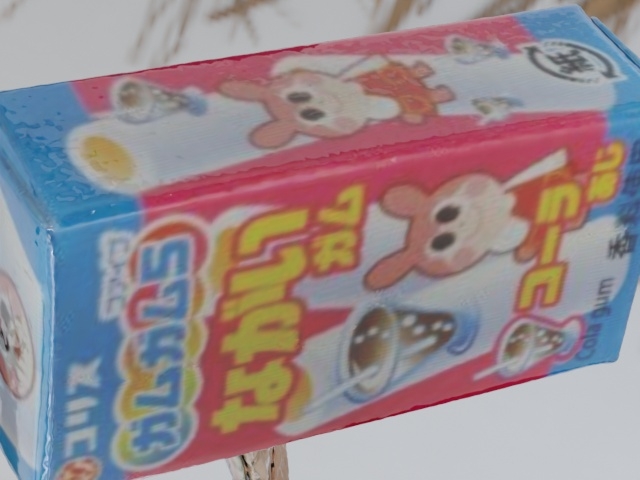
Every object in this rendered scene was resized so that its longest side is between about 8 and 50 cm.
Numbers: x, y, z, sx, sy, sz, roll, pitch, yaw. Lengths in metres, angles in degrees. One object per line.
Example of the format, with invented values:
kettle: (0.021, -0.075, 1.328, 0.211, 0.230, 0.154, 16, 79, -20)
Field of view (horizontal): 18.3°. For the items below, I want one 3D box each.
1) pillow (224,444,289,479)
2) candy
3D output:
pillow: (-0.044, 0.112, 1.220, 0.232, 0.043, 0.126, 82, -174, -59)
candy: (0.001, 0.001, 0.888, 0.100, 0.306, 0.157, 55, 146, 44)
